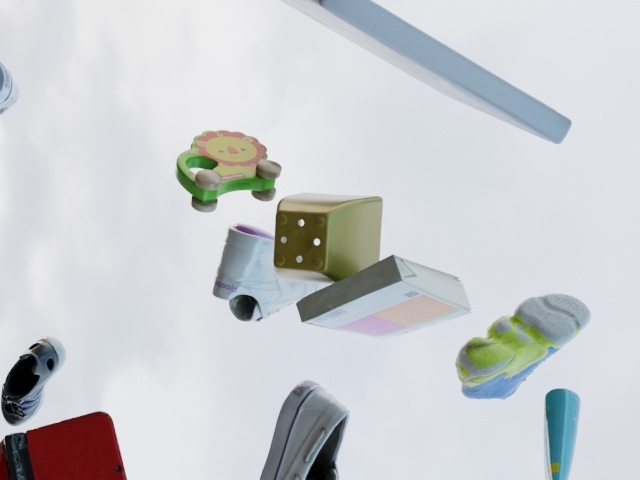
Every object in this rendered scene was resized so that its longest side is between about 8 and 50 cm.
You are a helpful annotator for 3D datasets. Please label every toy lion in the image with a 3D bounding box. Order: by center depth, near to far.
[{"bbox_3d":[-0.089,-0.070,0.886,0.096,0.100,0.034,45,-46,37],"label":"toy lion"}]

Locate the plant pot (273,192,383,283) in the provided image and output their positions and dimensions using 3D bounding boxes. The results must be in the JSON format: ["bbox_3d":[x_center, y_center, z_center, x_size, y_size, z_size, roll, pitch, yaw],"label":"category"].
[{"bbox_3d":[0.000,0.000,0.832,0.081,0.083,0.081,4,-87,23],"label":"plant pot"}]

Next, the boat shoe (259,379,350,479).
[{"bbox_3d":[-0.017,0.310,1.289,0.088,0.096,0.267,29,-63,28],"label":"boat shoe"}]

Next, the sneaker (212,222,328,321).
[{"bbox_3d":[-0.092,0.072,1.670,0.114,0.305,0.152,18,-96,31],"label":"sneaker"}]

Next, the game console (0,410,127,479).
[{"bbox_3d":[-0.233,0.240,0.859,0.124,0.085,0.144,-38,-118,41],"label":"game console"}]

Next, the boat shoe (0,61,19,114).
[{"bbox_3d":[-0.484,-0.139,1.169,0.258,0.084,0.095,-18,-101,-1],"label":"boat shoe"}]

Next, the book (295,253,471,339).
[{"bbox_3d":[0.057,0.055,0.838,0.096,0.144,0.035,-26,-112,23],"label":"book"}]

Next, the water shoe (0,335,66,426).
[{"bbox_3d":[-0.473,0.227,1.531,0.073,0.080,0.203,42,-58,11],"label":"water shoe"}]

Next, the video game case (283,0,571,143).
[{"bbox_3d":[0.097,-0.228,1.152,0.036,0.329,0.300,-61,-156,8],"label":"video game case"}]

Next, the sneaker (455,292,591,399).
[{"bbox_3d":[0.302,0.168,1.493,0.091,0.240,0.126,54,-26,35],"label":"sneaker"}]

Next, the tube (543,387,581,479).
[{"bbox_3d":[0.331,0.299,1.352,0.052,0.080,0.207,1,-140,16],"label":"tube"}]
